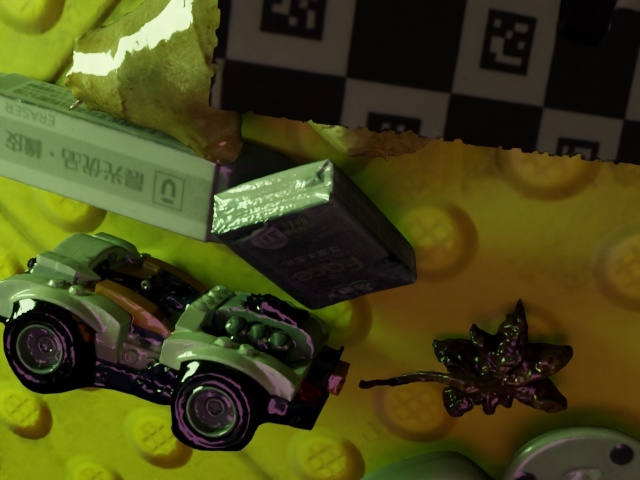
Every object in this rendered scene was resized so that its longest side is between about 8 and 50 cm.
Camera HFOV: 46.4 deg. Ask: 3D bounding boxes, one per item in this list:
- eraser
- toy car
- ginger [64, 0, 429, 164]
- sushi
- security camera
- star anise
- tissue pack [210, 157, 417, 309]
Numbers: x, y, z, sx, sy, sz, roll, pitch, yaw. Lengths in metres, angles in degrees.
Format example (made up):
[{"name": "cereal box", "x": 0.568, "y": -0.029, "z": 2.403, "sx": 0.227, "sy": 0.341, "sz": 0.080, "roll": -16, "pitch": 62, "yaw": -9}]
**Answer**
[{"name": "eraser", "x": -0.195, "y": -0.078, "z": 0.682, "sx": 0.351, "sy": 0.061, "sz": 0.089, "roll": 17, "pitch": 118, "yaw": 10}, {"name": "toy car", "x": -0.121, "y": 0.080, "z": 0.667, "sx": 0.301, "sy": 0.193, "sz": 0.118, "roll": 15, "pitch": 103, "yaw": 10}, {"name": "ginger", "x": -0.021, "y": -0.162, "z": 0.572, "sx": 0.236, "sy": 0.166, "sz": 0.375, "roll": 40, "pitch": 136, "yaw": -20}, {"name": "sushi", "x": 0.114, "y": -0.230, "z": 0.410, "sx": 0.342, "sy": 0.064, "sz": 0.360, "roll": 3, "pitch": 101, "yaw": -24}, {"name": "security camera", "x": 0.176, "y": 0.257, "z": 0.716, "sx": 0.301, "sy": 0.080, "sz": 0.157, "roll": -21, "pitch": 104, "yaw": 14}, {"name": "star anise", "x": 0.129, "y": 0.120, "z": 0.670, "sx": 0.190, "sy": 0.070, "sz": 0.097, "roll": -11, "pitch": 112, "yaw": 24}, {"name": "tissue pack", "x": 0.000, "y": 0.000, "z": 0.619, "sx": 0.112, "sy": 0.051, "sz": 0.156, "roll": -16, "pitch": 146, "yaw": 26}]
